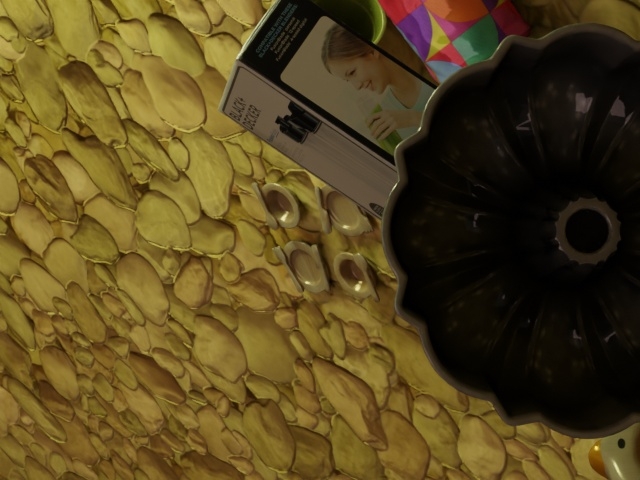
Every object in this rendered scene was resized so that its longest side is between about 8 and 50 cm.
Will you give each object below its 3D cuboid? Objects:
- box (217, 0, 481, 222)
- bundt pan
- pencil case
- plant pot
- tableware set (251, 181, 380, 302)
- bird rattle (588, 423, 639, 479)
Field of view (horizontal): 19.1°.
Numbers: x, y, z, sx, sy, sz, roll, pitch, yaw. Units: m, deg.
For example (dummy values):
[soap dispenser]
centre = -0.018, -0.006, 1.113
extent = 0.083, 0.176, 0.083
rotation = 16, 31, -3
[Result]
[box]
centre = 0.055, -0.091, 1.698
extent = 0.290, 0.087, 0.169
rotation = 35, 166, -2
[bundt pan]
centre = 0.206, -0.006, 1.551
extent = 0.331, 0.331, 0.124
rotation = 54, 176, -1
[pencil case]
centre = 0.080, -0.240, 1.645
extent = 0.236, 0.104, 0.104
rotation = 52, 144, 2
[plant pot]
centre = 0.014, -0.190, 1.785
extent = 0.083, 0.083, 0.079
rotation = 44, 156, 12
[tableware set]
centre = 0.000, 0.000, 1.997
extent = 0.169, 0.020, 0.141
rotation = 5, 123, 46
[bird rattle]
centre = 0.350, 0.176, 1.622
extent = 0.253, 0.207, 0.143
rotation = 41, 162, 31
